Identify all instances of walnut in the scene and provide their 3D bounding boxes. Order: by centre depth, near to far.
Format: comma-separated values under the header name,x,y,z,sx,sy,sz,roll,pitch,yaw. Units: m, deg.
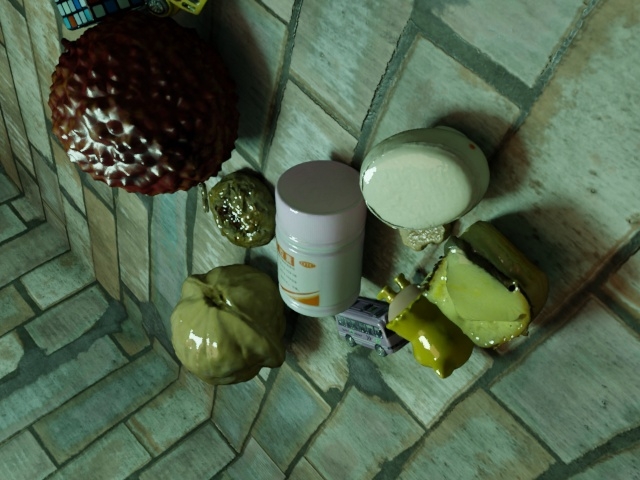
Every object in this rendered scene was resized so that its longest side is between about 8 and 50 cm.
name,x,y,z,sx,sy,sz,roll,pitch,yaw
walnut,-0.266,0.255,1.805,0.384,0.383,0.383,33,141,31

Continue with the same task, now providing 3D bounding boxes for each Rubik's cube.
name,x,y,z,sx,sy,sz,roll,pitch,yaw
Rubik's cube,-0.565,-0.654,1.546,0.187,0.182,0.184,12,127,48

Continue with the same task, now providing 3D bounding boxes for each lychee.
name,x,y,z,sx,sy,sz,roll,pitch,yaw
lychee,-0.425,-0.326,1.431,0.500,0.424,0.424,32,145,3

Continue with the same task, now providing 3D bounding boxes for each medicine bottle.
name,x,y,z,sx,sy,sz,roll,pitch,yaw
medicine bottle,0.000,0.000,1.377,0.202,0.202,0.315,33,141,31

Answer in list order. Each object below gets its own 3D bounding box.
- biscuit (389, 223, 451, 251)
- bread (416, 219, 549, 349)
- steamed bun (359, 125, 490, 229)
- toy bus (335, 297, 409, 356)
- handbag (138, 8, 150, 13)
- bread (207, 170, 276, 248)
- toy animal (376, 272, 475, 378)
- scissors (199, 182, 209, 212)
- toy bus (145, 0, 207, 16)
name,x,y,z,sx,sy,sz,roll,pitch,yaw
biscuit,0.174,-0.088,1.224,0.166,0.036,0.225,-29,92,54
bread,0.302,0.076,1.083,0.204,0.163,0.262,48,162,11
steamed bun,0.188,-0.117,1.082,0.228,0.130,0.177,-9,115,34
toy bus,0.129,0.204,1.492,0.199,0.096,0.108,8,120,53
handbag,-0.512,-0.480,1.709,0.269,0.100,0.274,4,122,50
bread,-0.214,-0.078,1.663,0.230,0.123,0.230,36,144,32
toy animal,0.226,0.171,1.292,0.230,0.156,0.156,43,146,15
scissors,-0.341,-0.162,1.755,0.220,0.017,0.088,-116,21,-54
toy bus,-0.243,-0.569,1.230,0.123,0.121,0.335,29,150,-20
